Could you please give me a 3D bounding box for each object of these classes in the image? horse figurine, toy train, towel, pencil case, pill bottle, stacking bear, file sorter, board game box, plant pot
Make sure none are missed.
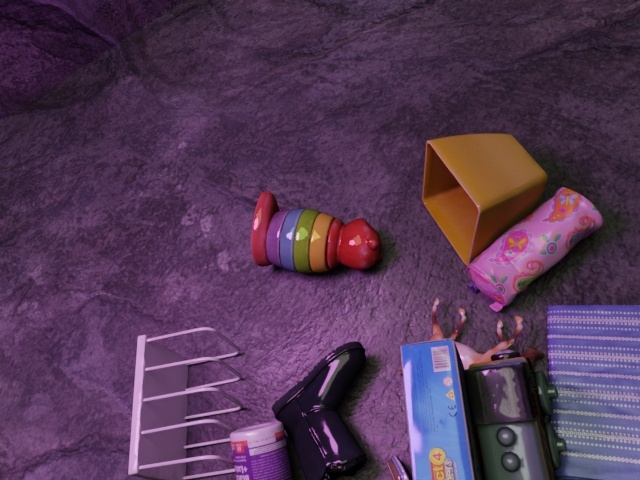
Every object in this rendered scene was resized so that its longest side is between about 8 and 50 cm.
[{"bbox_3d":[0.300,0.218,1.092,0.263,0.066,0.174,12,61,28],"label":"horse figurine"},{"bbox_3d":[0.325,0.346,0.901,0.142,0.190,0.333,-14,71,27],"label":"toy train"},{"bbox_3d":[0.546,0.277,0.991,0.243,0.040,0.336,-2,60,22],"label":"towel"},{"bbox_3d":[0.437,0.017,1.129,0.284,0.124,0.124,-40,56,-4],"label":"pencil case"},{"bbox_3d":[-0.108,0.460,1.060,0.108,0.108,0.193,-15,77,12],"label":"pill bottle"},{"bbox_3d":[0.000,0.000,1.279,0.289,0.175,0.164,6,62,15],"label":"stacking bear"},{"bbox_3d":[-0.267,0.345,1.155,0.173,0.193,0.277,-14,58,10],"label":"file sorter"},{"bbox_3d":[0.215,0.358,0.900,0.086,0.302,0.308,-10,58,15],"label":"board game box"},{"bbox_3d":[0.358,-0.109,1.184,0.187,0.212,0.212,-21,55,-7],"label":"plant pot"}]

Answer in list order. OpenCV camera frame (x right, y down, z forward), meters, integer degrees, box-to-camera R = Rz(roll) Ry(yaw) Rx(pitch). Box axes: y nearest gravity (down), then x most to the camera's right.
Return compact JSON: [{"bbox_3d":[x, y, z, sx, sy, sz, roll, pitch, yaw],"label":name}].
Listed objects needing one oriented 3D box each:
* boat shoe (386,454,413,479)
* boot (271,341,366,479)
[{"bbox_3d":[0.153,0.487,0.991,0.066,0.066,0.183,-27,56,6],"label":"boat shoe"},{"bbox_3d":[0.038,0.352,1.092,0.246,0.094,0.207,-41,52,3],"label":"boot"}]
